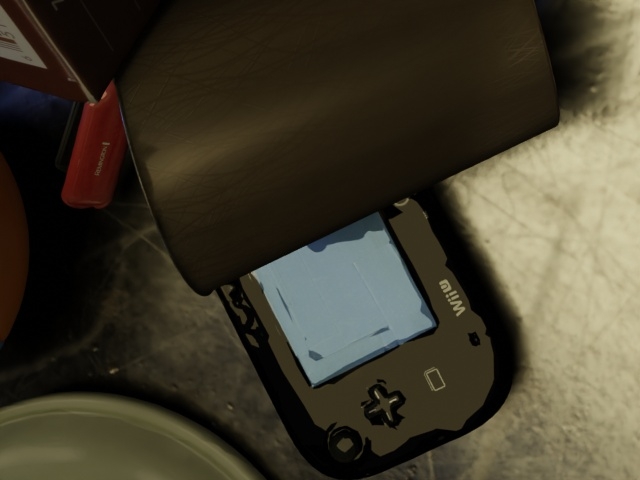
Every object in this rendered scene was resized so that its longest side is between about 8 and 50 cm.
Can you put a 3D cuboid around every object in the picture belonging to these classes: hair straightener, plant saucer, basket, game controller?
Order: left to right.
[{"bbox_3d":[-0.191,0.320,0.825,0.400,0.100,0.401,1,92,14],"label":"plant saucer"},{"bbox_3d":[-0.157,-0.137,0.779,0.089,0.047,0.230,-116,34,-44],"label":"hair straightener"},{"bbox_3d":[0.000,0.000,0.741,0.166,0.067,0.319,-29,86,27],"label":"game controller"},{"bbox_3d":[0.012,-0.095,0.637,0.226,0.154,0.204,-18,64,7],"label":"basket"}]

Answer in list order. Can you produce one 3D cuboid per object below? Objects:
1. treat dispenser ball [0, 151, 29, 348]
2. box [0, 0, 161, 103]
[{"bbox_3d":[-0.362,0.008,0.794,0.288,0.288,0.288,5,101,25],"label":"treat dispenser ball"},{"bbox_3d":[-0.111,-0.285,0.573,0.143,0.191,0.382,18,70,21],"label":"box"}]
